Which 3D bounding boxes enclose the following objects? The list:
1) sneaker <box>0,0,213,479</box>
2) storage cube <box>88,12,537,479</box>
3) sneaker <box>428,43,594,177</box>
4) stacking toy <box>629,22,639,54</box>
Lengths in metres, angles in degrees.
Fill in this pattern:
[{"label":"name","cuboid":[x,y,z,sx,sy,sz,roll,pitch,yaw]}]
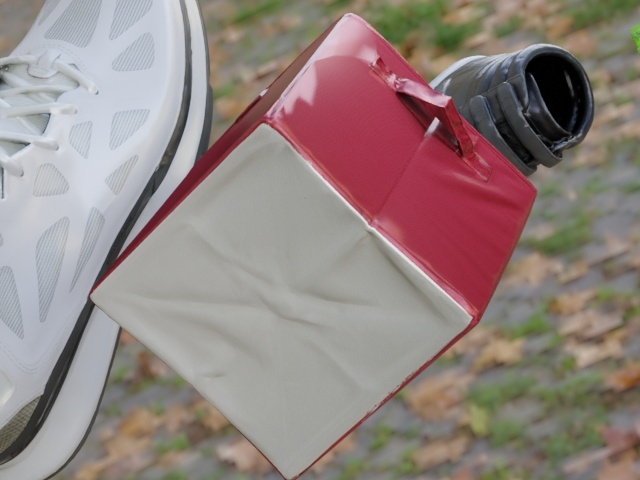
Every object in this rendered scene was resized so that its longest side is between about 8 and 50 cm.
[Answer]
[{"label":"sneaker","cuboid":[-0.230,-0.061,1.430,0.169,0.257,0.447,4,71,30]},{"label":"storage cube","cuboid":[0.000,0.000,1.264,0.215,0.183,0.193,-43,7,30]},{"label":"sneaker","cuboid":[0.103,-0.057,1.516,0.296,0.104,0.147,-49,18,-30]},{"label":"stacking toy","cuboid":[0.286,-0.074,1.045,0.167,0.221,0.052,-34,-22,16]}]
